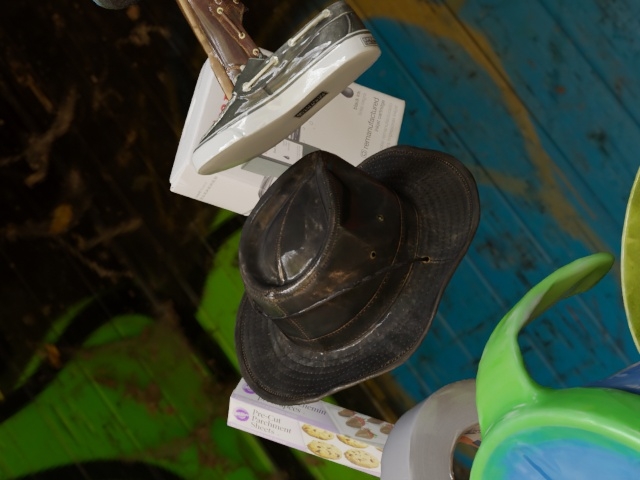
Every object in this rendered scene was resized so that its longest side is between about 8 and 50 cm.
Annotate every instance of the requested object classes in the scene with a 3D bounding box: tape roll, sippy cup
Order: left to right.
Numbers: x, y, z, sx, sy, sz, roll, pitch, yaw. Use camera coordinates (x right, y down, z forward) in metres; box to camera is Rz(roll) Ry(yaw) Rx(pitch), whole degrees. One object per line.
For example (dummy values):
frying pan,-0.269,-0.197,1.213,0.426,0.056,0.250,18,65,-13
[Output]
tape roll,0.178,0.269,1.198,0.219,0.219,0.072,-32,-10,-36
sippy cup,0.249,0.156,0.650,0.224,0.305,0.240,-26,16,-33

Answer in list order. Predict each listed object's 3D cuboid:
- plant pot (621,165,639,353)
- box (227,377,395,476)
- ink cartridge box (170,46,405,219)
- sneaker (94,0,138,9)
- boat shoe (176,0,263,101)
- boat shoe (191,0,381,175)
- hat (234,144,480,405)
plant pot,0.457,0.016,0.906,0.293,0.275,0.275,6,-22,-16
box,0.015,0.300,1.682,0.063,0.324,0.067,-58,-18,-54
ink cartridge box,-0.044,-0.129,1.458,0.115,0.273,0.198,142,143,-66
sneaker,-0.184,-0.426,1.453,0.341,0.140,0.125,-41,-27,17
boat shoe,-0.115,-0.251,1.256,0.073,0.207,0.073,-29,3,1
boat shoe,-0.044,-0.145,1.045,0.219,0.070,0.078,-35,-13,15
hat,0.000,0.000,1.120,0.331,0.134,0.331,-29,36,24
